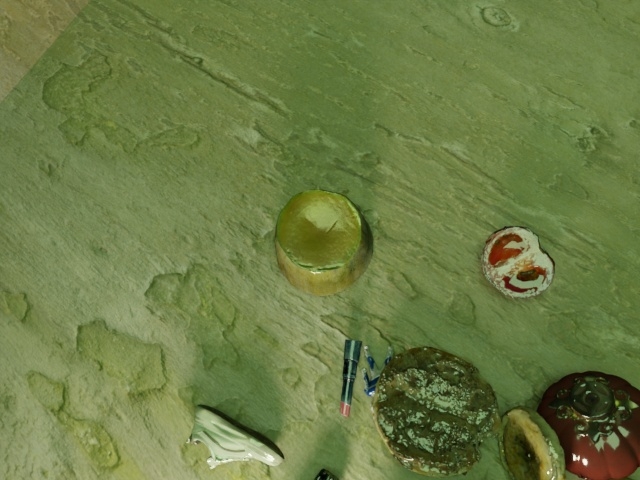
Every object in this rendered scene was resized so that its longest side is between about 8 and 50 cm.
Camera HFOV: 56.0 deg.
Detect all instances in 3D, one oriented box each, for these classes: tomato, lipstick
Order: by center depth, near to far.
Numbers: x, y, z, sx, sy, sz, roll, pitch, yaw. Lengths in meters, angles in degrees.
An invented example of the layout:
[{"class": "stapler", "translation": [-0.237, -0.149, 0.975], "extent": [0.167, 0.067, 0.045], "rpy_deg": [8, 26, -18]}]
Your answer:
[{"class": "tomato", "translation": [0.603, 0.072, 1.863], "extent": [0.199, 0.112, 0.228], "rpy_deg": [-28, 77, 12]}, {"class": "lipstick", "translation": [0.091, 0.427, 1.869], "extent": [0.054, 0.053, 0.234], "rpy_deg": [5, 81, 8]}]

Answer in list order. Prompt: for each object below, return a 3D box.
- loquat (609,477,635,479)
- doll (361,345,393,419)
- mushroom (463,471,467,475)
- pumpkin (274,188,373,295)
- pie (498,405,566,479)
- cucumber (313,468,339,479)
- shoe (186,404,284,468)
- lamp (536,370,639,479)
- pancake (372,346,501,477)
[{"class": "loquat", "translation": [0.806, 0.750, 1.618], "extent": [0.238, 0.193, 0.238], "rpy_deg": [3, 76, -10]}, {"class": "doll", "translation": [0.182, 0.437, 1.848], "extent": [0.114, 0.057, 0.227], "rpy_deg": [1, 74, 3]}, {"class": "mushroom", "translation": [0.383, 0.632, 1.761], "extent": [0.088, 0.073, 0.129], "rpy_deg": [-46, 75, -2]}, {"class": "pumpkin", "translation": [0.000, 0.000, 1.915], "extent": [0.333, 0.199, 0.332], "rpy_deg": [-1, 78, 6]}, {"class": "pie", "translation": [0.574, 0.591, 1.654], "extent": [0.055, 0.274, 0.274], "rpy_deg": [-5, 74, -17]}, {"class": "cucumber", "translation": [-0.064, 0.838, 1.753], "extent": [0.096, 0.096, 0.359], "rpy_deg": [36, 81, 14]}, {"class": "shoe", "translation": [-0.274, 0.631, 1.823], "extent": [0.316, 0.124, 0.159], "rpy_deg": [27, 80, 18]}, {"class": "lamp", "translation": [0.752, 0.503, 1.649], "extent": [0.303, 0.257, 0.303], "rpy_deg": [-17, 36, 13]}, {"class": "pancake", "translation": [0.336, 0.500, 1.757], "extent": [0.383, 0.071, 0.382], "rpy_deg": [0, 60, 0]}]
